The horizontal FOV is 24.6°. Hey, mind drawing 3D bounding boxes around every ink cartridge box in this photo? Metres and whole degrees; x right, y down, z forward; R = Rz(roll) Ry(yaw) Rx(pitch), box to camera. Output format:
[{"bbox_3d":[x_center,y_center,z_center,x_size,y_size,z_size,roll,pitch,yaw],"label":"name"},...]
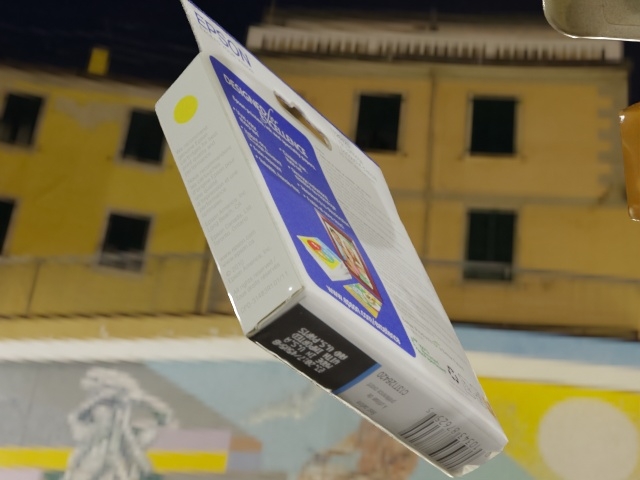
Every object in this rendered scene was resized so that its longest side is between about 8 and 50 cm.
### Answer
[{"bbox_3d":[0.000,0.000,1.114,0.072,0.307,0.303,-37,-41,13],"label":"ink cartridge box"}]

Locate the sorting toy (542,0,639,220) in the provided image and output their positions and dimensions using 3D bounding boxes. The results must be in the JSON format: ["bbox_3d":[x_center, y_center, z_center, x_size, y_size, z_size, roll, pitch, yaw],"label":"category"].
[{"bbox_3d":[0.186,-0.144,0.679,0.229,0.041,0.307,12,-62,49],"label":"sorting toy"}]
